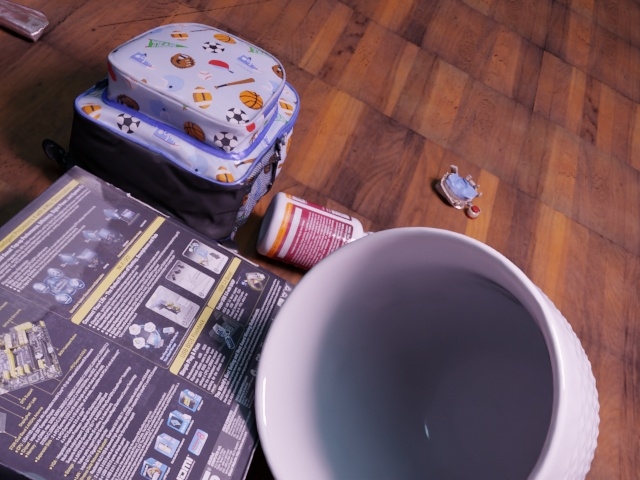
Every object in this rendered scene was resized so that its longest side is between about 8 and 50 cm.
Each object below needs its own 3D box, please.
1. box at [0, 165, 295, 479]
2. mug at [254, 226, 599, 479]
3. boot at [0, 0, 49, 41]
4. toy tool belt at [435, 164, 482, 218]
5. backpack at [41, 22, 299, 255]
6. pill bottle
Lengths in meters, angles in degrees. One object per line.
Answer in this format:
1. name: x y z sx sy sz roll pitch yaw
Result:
1. box: -0.197 0.107 0.742 0.318 0.097 0.395 30 30 -5
2. mug: 0.122 0.211 0.763 0.328 0.276 0.374 33 69 -57
3. boot: -0.433 -0.334 1.089 0.114 0.037 0.106 15 61 -12
4. toy tool belt: 0.225 -0.077 1.216 0.083 0.051 0.052 44 47 11
5. backpack: -0.156 -0.151 0.979 0.277 0.213 0.263 30 34 2
6. pill bottle: 0.000 0.000 1.008 0.152 0.086 0.086 19 47 -12
